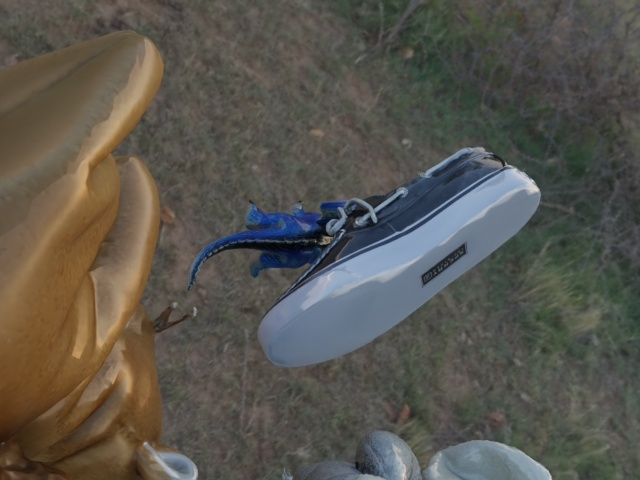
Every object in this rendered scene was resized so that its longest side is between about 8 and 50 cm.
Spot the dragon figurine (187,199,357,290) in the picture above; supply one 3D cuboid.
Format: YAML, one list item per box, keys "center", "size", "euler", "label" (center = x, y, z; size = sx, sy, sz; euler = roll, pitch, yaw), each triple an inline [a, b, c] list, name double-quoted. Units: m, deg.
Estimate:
- center: [0.000, 0.000, 0.747]
  size: [0.289, 0.144, 0.085]
  euler: [-5, 96, -55]
  label: "dragon figurine"

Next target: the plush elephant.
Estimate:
- center: [0.091, 0.303, 0.639]
  size: [0.256, 0.330, 0.271]
  euler: [11, 92, -5]
  label: "plush elephant"

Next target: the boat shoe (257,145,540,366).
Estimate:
- center: [0.061, 0.003, 0.689]
  size: [0.306, 0.113, 0.105]
  euler: [-35, 54, -9]
  label: "boat shoe"

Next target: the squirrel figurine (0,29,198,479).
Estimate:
- center: [-0.225, 0.108, 0.475]
  size: [0.281, 0.370, 0.396]
  euler: [-2, 47, 5]
  label: "squirrel figurine"
